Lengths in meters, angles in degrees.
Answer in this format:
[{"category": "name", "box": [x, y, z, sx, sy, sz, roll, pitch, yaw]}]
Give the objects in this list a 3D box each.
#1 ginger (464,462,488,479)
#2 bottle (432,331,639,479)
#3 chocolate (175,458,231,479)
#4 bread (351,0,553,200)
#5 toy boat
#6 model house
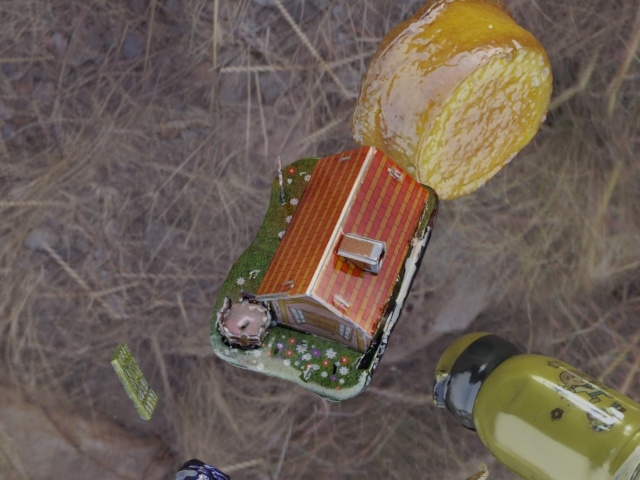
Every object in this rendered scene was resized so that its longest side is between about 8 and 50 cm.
[{"category": "ginger", "box": [0.238, 0.547, 1.751, 0.219, 0.270, 0.123, 21, 151, 16]}, {"category": "bottle", "box": [0.304, 0.240, 1.263, 0.172, 0.351, 0.171, -19, 123, -32]}, {"category": "chocolate", "box": [-0.129, 0.486, 1.657, 0.343, 0.126, 0.148, 5, 143, 39]}, {"category": "bread", "box": [0.193, -0.208, 1.344, 0.312, 0.172, 0.312, -26, 139, -25]}, {"category": "toy boat", "box": [-0.291, 0.220, 1.454, 0.016, 0.063, 0.115, -21, 110, 11]}, {"category": "model house", "box": [0.000, 0.001, 1.024, 0.207, 0.293, 0.154, 18, 153, 13]}]
